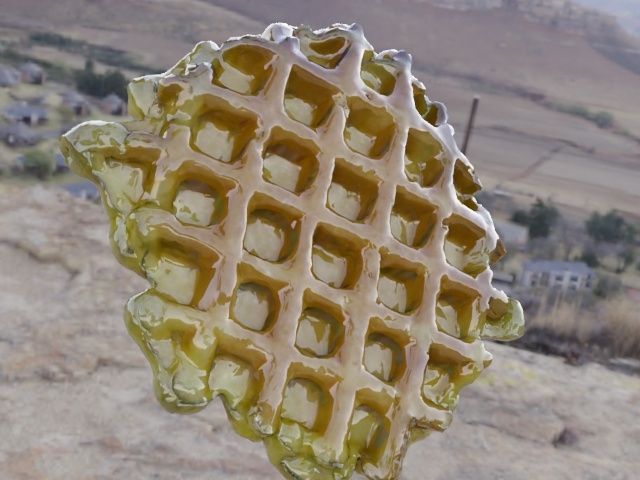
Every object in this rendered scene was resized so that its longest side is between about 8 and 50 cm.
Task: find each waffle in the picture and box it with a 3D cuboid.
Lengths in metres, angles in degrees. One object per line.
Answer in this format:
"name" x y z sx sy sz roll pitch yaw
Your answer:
"waffle" 0.000 0.000 0.465 0.243 0.237 0.059 -30 0 -35
